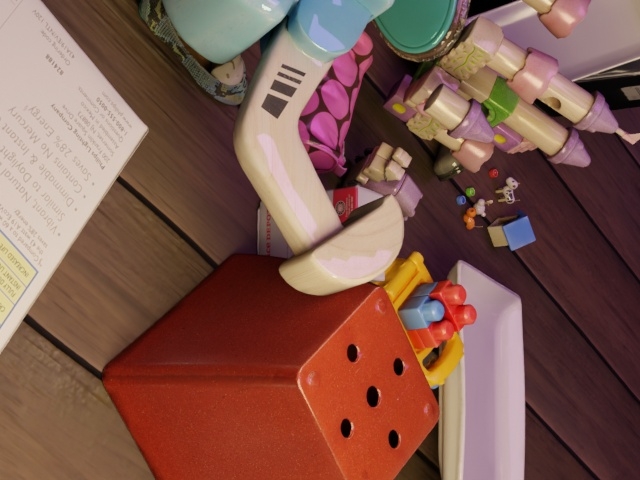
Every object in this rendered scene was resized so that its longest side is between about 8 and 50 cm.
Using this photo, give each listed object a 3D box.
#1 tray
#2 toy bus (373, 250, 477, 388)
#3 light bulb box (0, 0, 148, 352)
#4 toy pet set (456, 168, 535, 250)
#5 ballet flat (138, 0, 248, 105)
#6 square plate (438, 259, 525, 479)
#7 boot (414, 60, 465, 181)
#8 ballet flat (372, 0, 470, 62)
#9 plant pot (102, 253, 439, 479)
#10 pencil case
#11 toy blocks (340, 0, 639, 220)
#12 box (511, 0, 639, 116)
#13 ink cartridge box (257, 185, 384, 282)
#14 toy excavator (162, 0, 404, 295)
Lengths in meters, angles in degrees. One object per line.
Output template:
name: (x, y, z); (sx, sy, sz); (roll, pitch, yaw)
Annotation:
tray: (0.354, -0.297, 1.838); (0.030, 0.270, 0.145); (18, 56, -71)
toy bus: (0.107, 0.123, 1.600); (0.149, 0.211, 0.220); (-48, 121, -44)
light bulb box: (-0.394, -0.078, 1.038); (0.358, 0.225, 0.361); (52, 49, -31)
toy pet set: (0.280, -0.043, 1.938); (0.122, 0.065, 0.114); (-39, 112, -45)
ballet flat: (-0.133, -0.226, 1.490); (0.188, 0.070, 0.070); (40, 56, -38)
square plate: (0.227, 0.226, 1.782); (0.344, 0.049, 0.347); (27, 62, -66)
boot: (0.185, -0.214, 1.865); (0.161, 0.083, 0.246); (46, 49, -21)
ballet flat: (0.093, -0.466, 1.617); (0.483, 0.164, 0.182); (70, 22, -2)
plant pot: (-0.029, 0.179, 1.411); (0.267, 0.235, 0.267); (-43, 116, -43)
pencil case: (0.010, -0.186, 1.631); (0.098, 0.095, 0.209); (20, 66, -8)
toy blocks: (0.239, -0.151, 1.667); (0.260, 0.288, 0.309); (33, 65, -12)
box: (0.544, -0.467, 1.957); (0.297, 0.480, 0.472); (10, 76, -69)
ink cartridge box: (0.000, 0.000, 1.542); (0.063, 0.150, 0.109); (13, 74, -52)
toy excavator: (-0.042, -0.220, 1.364); (0.433, 0.222, 0.445); (37, 64, -18)
